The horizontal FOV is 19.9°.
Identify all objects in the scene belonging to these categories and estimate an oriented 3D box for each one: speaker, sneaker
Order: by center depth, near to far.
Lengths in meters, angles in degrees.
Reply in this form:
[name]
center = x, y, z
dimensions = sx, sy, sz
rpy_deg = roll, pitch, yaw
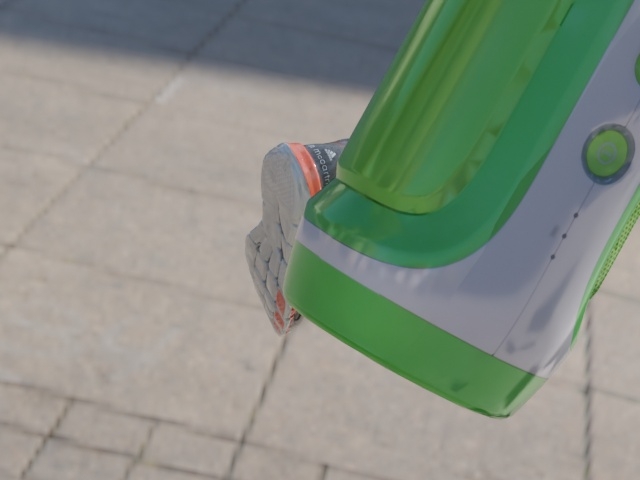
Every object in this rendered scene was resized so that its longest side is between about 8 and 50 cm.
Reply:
[speaker]
center = 0.101, -0.082, 0.736
dimensions = 0.131, 0.296, 0.131
rpy_deg = 29, 3, -2
[sneaker]
center = 0.000, 0.000, 1.009
dimensions = 0.065, 0.158, 0.061
rpy_deg = -16, 63, -19
